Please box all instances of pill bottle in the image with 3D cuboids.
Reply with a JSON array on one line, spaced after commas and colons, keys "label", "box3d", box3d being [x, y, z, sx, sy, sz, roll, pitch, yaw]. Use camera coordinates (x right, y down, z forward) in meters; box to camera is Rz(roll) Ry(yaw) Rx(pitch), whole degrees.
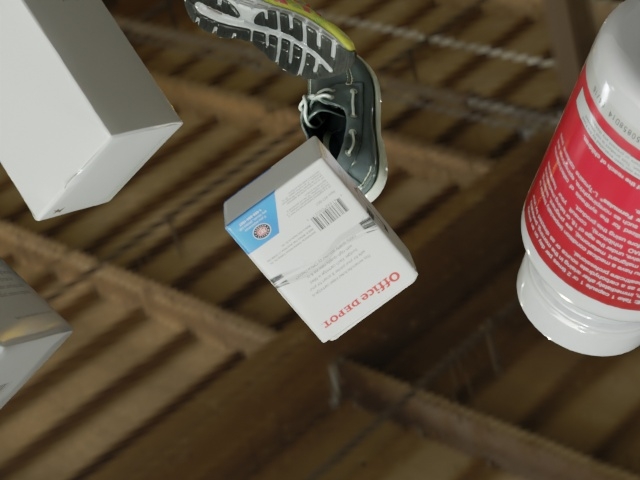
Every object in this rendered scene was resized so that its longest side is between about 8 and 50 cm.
[{"label": "pill bottle", "box3d": [0.354, -0.058, 1.881, 0.229, 0.407, 0.229, 7, -130, -9]}]

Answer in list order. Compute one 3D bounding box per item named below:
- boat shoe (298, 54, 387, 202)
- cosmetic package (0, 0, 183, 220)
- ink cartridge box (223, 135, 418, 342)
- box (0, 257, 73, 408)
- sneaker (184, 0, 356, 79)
[{"label": "boat shoe", "box3d": [0.024, -0.194, 2.611, 0.116, 0.099, 0.319, -38, -136, 28]}, {"label": "cosmetic package", "box3d": [-0.374, -0.235, 2.283, 0.197, 0.365, 0.155, -41, 168, 35]}, {"label": "ink cartridge box", "box3d": [0.000, 0.000, 2.103, 0.148, 0.203, 0.086, -36, -158, 9]}, {"label": "box", "box3d": [-0.397, 0.017, 1.371, 0.168, 0.345, 0.215, -46, 176, 5]}, {"label": "sneaker", "box3d": [-0.044, -0.256, 1.923, 0.208, 0.081, 0.094, 28, -129, 14]}]
